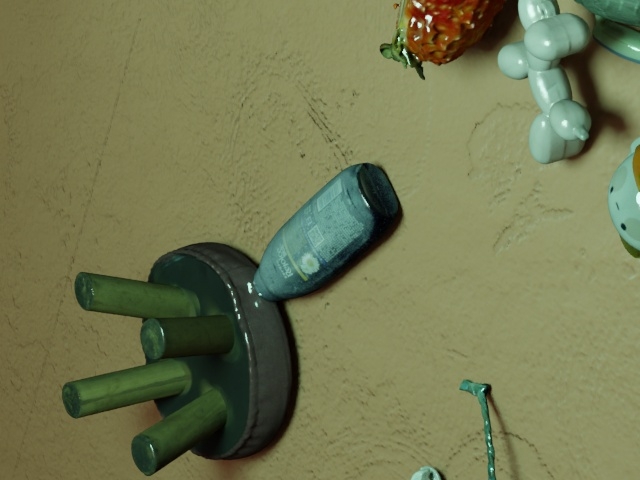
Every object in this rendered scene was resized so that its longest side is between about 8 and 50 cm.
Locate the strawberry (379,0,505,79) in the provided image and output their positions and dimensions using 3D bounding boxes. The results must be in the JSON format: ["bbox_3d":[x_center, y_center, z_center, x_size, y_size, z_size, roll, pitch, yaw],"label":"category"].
[{"bbox_3d":[0.138,-0.277,1.672,0.175,0.106,0.236,-96,19,-64],"label":"strawberry"}]

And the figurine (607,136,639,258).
[{"bbox_3d":[0.325,-0.052,1.481,0.271,0.143,0.143,101,149,-74],"label":"figurine"}]

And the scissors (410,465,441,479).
[{"bbox_3d":[0.125,0.364,1.856,0.118,0.030,0.242,5,103,48],"label":"scissors"}]

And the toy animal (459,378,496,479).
[{"bbox_3d":[0.172,0.272,1.760,0.079,0.070,0.253,-4,92,34],"label":"toy animal"}]

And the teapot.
[{"bbox_3d":[0.282,-0.219,1.502,0.108,0.111,0.149,36,119,25],"label":"teapot"}]

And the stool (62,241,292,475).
[{"bbox_3d":[-0.176,0.144,2.053,0.272,0.178,0.272,14,108,49],"label":"stool"}]

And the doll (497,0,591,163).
[{"bbox_3d":[0.212,-0.160,1.583,0.160,0.059,0.161,116,137,-77],"label":"doll"}]

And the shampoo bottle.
[{"bbox_3d":[0.000,0.000,1.917,0.233,0.049,0.087,-42,67,45],"label":"shampoo bottle"}]
